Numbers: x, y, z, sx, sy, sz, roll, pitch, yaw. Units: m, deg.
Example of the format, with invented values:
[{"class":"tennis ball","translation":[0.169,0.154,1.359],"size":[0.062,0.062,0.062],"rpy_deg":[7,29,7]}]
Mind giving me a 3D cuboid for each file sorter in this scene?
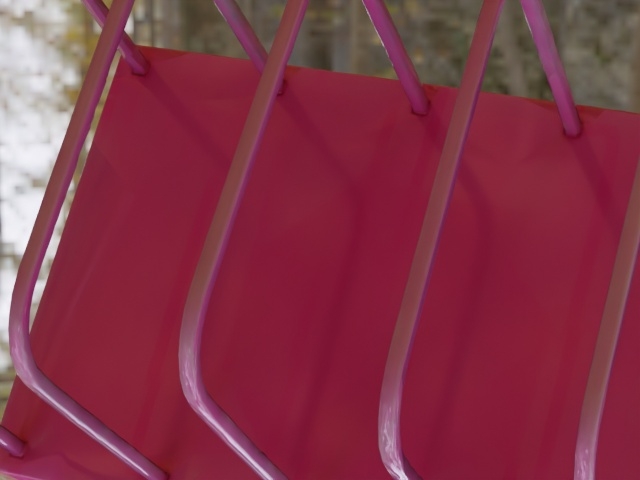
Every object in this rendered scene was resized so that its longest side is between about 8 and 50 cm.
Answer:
[{"class":"file sorter","translation":[0.000,0.000,0.757],"size":[0.290,0.202,0.182],"rpy_deg":[10,162,20]}]
